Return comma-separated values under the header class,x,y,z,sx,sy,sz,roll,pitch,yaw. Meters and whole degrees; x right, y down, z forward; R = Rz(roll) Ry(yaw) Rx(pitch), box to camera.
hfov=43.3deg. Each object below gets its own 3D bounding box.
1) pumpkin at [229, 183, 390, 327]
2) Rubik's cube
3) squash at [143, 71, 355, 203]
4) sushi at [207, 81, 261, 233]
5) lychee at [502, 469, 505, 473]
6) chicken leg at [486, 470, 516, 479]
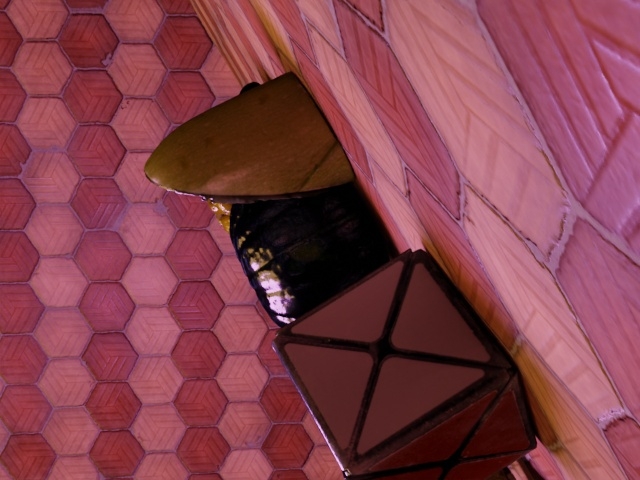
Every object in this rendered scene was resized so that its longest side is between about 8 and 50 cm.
class,x,y,z,sx,sy,sz,roll,pitch,yaw
pumpkin,-0.023,0.011,1.573,0.363,0.266,0.363,61,-177,-5
Rubik's cube,0.118,0.212,1.129,0.260,0.255,0.259,58,177,43
squash,-0.137,-0.139,1.421,0.210,0.309,0.233,60,178,-37
sushi,-0.161,-0.175,1.939,0.328,0.285,0.328,62,177,-38
lychee,0.328,0.615,1.935,0.267,0.268,0.267,59,178,3
chicken leg,0.292,0.463,1.410,0.429,0.153,0.201,163,117,-69
